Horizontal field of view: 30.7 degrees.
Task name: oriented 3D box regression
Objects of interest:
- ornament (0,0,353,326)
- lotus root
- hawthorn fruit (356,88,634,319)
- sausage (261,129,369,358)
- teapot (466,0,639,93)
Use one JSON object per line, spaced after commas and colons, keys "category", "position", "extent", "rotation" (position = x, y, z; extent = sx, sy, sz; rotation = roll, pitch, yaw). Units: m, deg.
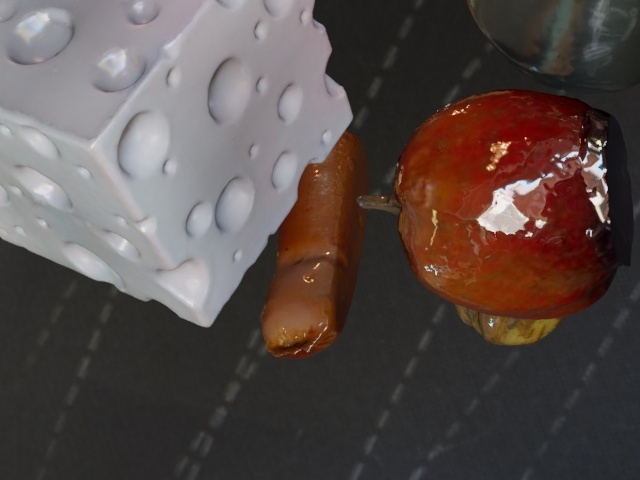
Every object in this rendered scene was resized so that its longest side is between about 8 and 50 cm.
{"category": "ornament", "position": [-0.153, -0.120, 0.926], "extent": [0.240, 0.239, 0.240], "rotation": [-56, -31, -23]}
{"category": "lotus root", "position": [0.212, 0.057, 1.334], "extent": [0.095, 0.159, 0.135], "rotation": [-35, -40, -55]}
{"category": "hawthorn fruit", "position": [0.158, -0.029, 1.046], "extent": [0.215, 0.250, 0.215], "rotation": [177, 90, -90]}
{"category": "sausage", "position": [0.001, 0.000, 1.367], "extent": [0.097, 0.094, 0.348], "rotation": [-16, 45, 27]}
{"category": "teapot", "position": [0.326, -0.327, 1.248], "extent": [0.362, 0.305, 0.376], "rotation": [86, 169, -62]}
